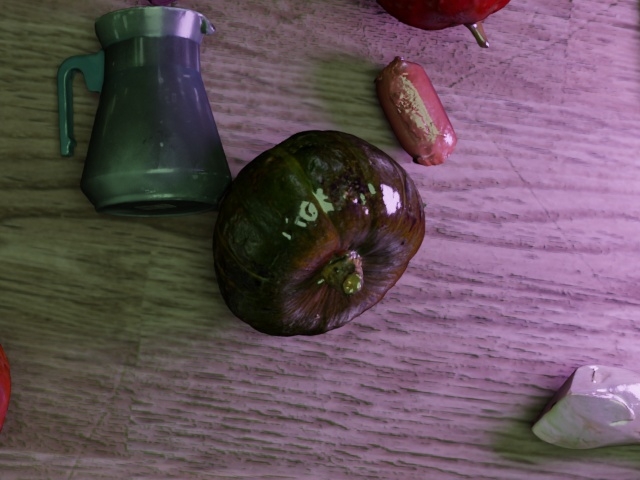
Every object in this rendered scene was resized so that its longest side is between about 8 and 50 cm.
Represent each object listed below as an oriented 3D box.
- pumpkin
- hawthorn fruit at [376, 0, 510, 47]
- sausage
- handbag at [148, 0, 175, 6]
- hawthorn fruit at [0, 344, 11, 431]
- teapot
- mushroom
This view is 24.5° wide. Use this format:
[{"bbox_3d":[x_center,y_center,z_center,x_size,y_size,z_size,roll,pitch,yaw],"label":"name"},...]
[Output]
[{"bbox_3d":[0.002,0.002,1.682,0.260,0.189,0.260,-23,138,-22],"label":"pumpkin"},{"bbox_3d":[0.145,-0.344,1.759,0.215,0.215,0.250,-26,101,-13],"label":"hawthorn fruit"},{"bbox_3d":[0.115,-0.157,1.803,0.076,0.076,0.141,-27,96,-13],"label":"sausage"},{"bbox_3d":[-0.145,-0.365,1.668,0.146,0.225,0.135,-27,87,-28],"label":"handbag"},{"bbox_3d":[-0.475,0.206,1.567,0.276,0.276,0.307,11,104,-13],"label":"hawthorn fruit"},{"bbox_3d":[-0.206,-0.144,1.693,0.203,0.171,0.225,-5,82,17],"label":"teapot"},{"bbox_3d":[0.386,0.216,1.848,0.247,0.096,0.108,11,61,-16],"label":"mushroom"}]
